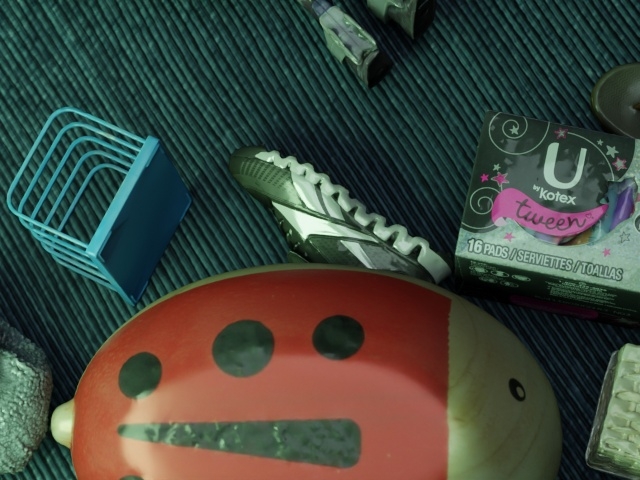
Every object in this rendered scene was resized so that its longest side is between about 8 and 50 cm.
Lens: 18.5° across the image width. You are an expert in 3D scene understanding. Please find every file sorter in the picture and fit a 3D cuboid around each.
[{"bbox_3d":[-0.201,-0.033,1.782,0.104,0.170,0.118,24,78,12],"label":"file sorter"}]

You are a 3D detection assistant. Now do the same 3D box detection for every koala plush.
[{"bbox_3d":[-0.356,0.105,1.702,0.203,0.221,0.196,28,77,33],"label":"koala plush"}]

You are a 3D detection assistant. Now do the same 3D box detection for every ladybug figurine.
[{"bbox_3d":[-0.017,0.170,1.696,0.449,0.162,0.305,-2,87,7],"label":"ladybug figurine"}]

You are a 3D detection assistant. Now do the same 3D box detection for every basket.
[{"bbox_3d":[0.327,0.162,1.725,0.167,0.103,0.113,15,77,7],"label":"basket"}]

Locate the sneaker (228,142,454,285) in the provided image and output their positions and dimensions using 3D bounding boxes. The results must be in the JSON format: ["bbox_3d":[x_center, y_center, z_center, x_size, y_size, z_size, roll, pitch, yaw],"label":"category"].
[{"bbox_3d":[0.000,0.000,1.806,0.234,0.078,0.106,33,77,10],"label":"sneaker"}]

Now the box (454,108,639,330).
[{"bbox_3d":[0.252,-0.012,1.747,0.247,0.163,0.142,11,77,6],"label":"box"}]

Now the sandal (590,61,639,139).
[{"bbox_3d":[0.355,-0.100,1.817,0.219,0.060,0.090,35,80,12],"label":"sandal"}]

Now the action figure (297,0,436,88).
[{"bbox_3d":[-0.021,-0.278,1.876,0.285,0.099,0.185,42,90,17],"label":"action figure"}]
